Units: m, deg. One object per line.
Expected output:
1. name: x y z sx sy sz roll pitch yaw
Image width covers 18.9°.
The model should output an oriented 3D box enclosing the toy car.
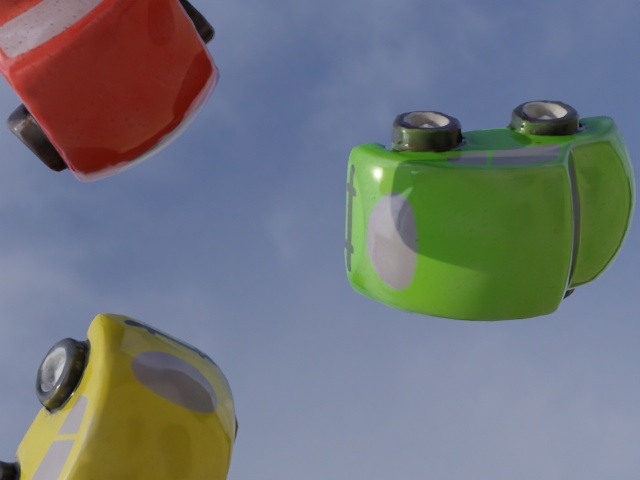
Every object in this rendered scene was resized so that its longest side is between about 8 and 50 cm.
1. toy car: 0.000 0.000 0.561 0.225 0.053 0.239 -8 -68 -20
